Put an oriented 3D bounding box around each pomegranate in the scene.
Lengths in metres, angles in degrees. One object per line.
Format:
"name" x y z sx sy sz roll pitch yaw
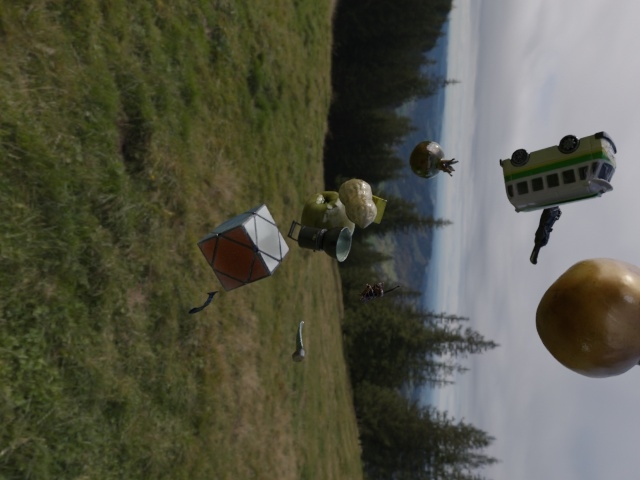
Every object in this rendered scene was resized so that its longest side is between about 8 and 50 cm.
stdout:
"pomegranate" 0.537 -0.375 2.401 0.181 0.224 0.182 -34 134 -44
"pomegranate" 0.934 0.260 1.665 0.416 0.416 0.417 1 90 -79

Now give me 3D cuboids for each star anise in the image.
"star anise" 0.253 0.217 2.184 0.070 0.190 0.097 59 30 -13

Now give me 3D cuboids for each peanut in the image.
"peanut" 0.131 -0.137 1.756 0.257 0.123 0.124 -106 -170 -59

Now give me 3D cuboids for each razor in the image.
"razor" -0.412 0.224 1.754 0.044 0.154 0.028 -4 60 -55

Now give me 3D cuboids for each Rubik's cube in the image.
"Rubik's cube" -0.263 0.024 1.767 0.207 0.205 0.205 60 26 -14

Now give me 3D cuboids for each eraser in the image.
"eraser" 0.201 -0.124 1.963 0.097 0.045 0.122 -71 -158 8

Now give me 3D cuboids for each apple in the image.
"apple" 0.034 -0.091 2.309 0.262 0.262 0.263 1 90 -79

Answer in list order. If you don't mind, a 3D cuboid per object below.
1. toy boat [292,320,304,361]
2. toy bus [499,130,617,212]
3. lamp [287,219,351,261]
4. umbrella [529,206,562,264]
"toy boat" -0.063 0.290 1.492 0.096 0.034 0.122 118 -23 -60
"toy bus" 0.715 -0.196 1.515 0.143 0.305 0.179 21 65 -45
"lamp" 0.000 0.000 2.122 0.172 0.227 0.147 47 58 -59
"umbrella" 0.853 -0.027 1.926 0.071 0.070 0.249 -1 111 -79
